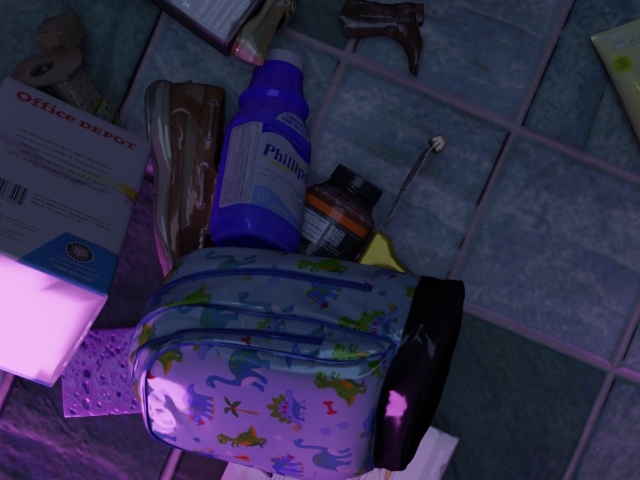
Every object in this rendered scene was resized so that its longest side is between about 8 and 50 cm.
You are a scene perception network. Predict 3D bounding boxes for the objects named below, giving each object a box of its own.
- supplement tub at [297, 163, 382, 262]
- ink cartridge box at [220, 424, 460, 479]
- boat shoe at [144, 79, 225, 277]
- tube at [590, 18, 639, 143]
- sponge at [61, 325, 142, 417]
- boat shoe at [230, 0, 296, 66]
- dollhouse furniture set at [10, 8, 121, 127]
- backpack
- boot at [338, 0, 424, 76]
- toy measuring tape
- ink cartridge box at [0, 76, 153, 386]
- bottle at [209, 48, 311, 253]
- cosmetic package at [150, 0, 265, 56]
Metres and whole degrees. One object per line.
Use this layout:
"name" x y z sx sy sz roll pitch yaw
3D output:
"supplement tub" 0.000 0.000 1.351 0.106 0.106 0.198 34 90 1
"ink cartridge box" 0.004 0.332 1.368 0.261 0.066 0.296 25 90 1
"boat shoe" -0.156 -0.053 1.347 0.116 0.123 0.324 -6 91 -2
"tube" 0.442 -0.177 1.373 0.070 0.062 0.240 -14 83 -40
"sponge" -0.242 0.173 1.389 0.210 0.031 0.117 -3 90 0
"boat shoe" -0.062 -0.282 1.349 0.048 0.056 0.153 32 48 1
"dollhouse furniture set" -0.300 -0.187 1.356 0.101 0.161 0.182 -8 134 20
"backpack" -0.044 0.141 1.211 0.355 0.290 0.273 24 49 13
"boot" 0.080 -0.273 1.384 0.114 0.037 0.106 2 77 -3
"toy measuring tape" 0.112 0.028 1.347 0.121 0.121 0.330 31 90 1
"ink cartridge box" -0.346 -0.013 1.224 0.198 0.270 0.197 24 131 -17
"bottle" -0.068 -0.111 1.314 0.092 0.118 0.283 -13 57 35
"cosmetic package" -0.183 -0.365 1.355 0.238 0.107 0.127 34 88 -3
